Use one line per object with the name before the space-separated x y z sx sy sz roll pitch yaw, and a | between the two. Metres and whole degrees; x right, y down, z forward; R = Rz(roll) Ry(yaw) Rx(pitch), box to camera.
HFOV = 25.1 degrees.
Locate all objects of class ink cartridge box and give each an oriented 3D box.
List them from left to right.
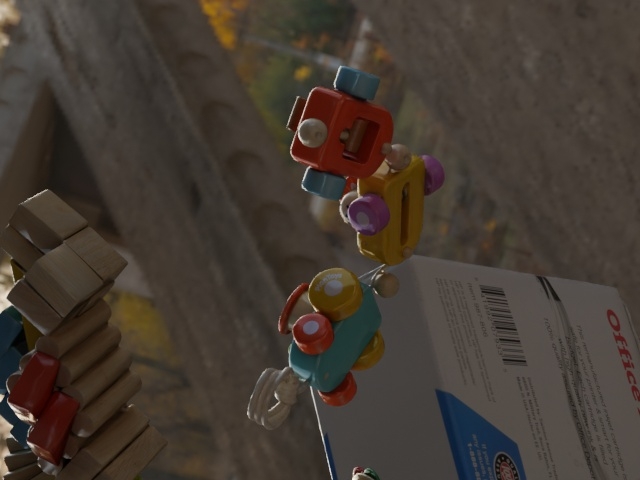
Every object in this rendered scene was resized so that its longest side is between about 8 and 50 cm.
ink cartridge box | 0.187 0.190 1.474 0.166 0.395 0.285 -29 65 36

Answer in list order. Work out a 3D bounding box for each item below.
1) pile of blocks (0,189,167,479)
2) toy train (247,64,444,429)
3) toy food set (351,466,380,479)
pile of blocks | -0.199 0.152 1.067 0.112 0.149 0.362 -42 -59 -65
toy train | 0.000 0.000 0.666 0.125 0.046 0.166 0 -70 -57
toy food set | 0.055 0.225 1.201 0.020 0.082 0.083 -35 -44 -23
